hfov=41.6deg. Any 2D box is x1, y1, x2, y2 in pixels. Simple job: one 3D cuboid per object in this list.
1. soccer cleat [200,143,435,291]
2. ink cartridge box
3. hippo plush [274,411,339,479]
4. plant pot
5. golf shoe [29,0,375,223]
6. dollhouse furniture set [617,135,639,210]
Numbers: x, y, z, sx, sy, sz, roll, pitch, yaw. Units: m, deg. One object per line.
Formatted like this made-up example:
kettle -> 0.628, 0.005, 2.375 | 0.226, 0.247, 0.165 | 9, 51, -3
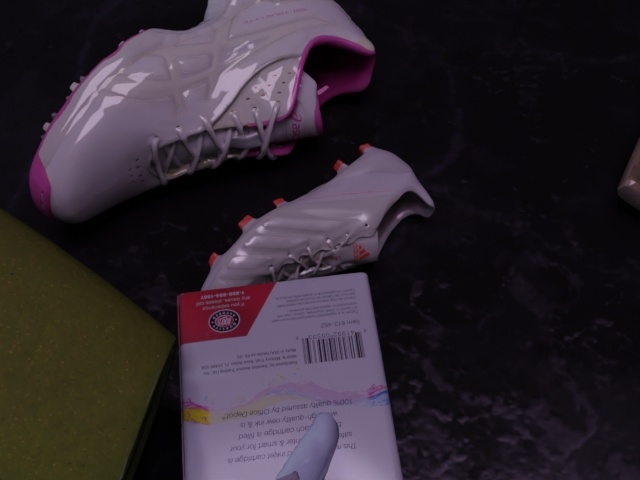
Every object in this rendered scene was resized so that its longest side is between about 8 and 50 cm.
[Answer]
soccer cleat -> 0.000, 0.000, 0.615 | 0.196, 0.068, 0.076 | -37, 66, -24
ink cartridge box -> -0.021, 0.117, 0.532 | 0.127, 0.072, 0.175 | -6, 57, -3
hippo plush -> -0.104, 0.251, 0.342 | 0.236, 0.234, 0.294 | -8, 90, 10
plant pot -> -0.242, 0.072, 0.478 | 0.293, 0.275, 0.275 | 18, 58, -4
golf shoe -> -0.082, -0.106, 0.660 | 0.140, 0.115, 0.306 | 38, 66, 19
dollhouse furniture set -> 0.461, -0.035, 0.578 | 0.394, 0.256, 0.362 | 34, 62, -3
